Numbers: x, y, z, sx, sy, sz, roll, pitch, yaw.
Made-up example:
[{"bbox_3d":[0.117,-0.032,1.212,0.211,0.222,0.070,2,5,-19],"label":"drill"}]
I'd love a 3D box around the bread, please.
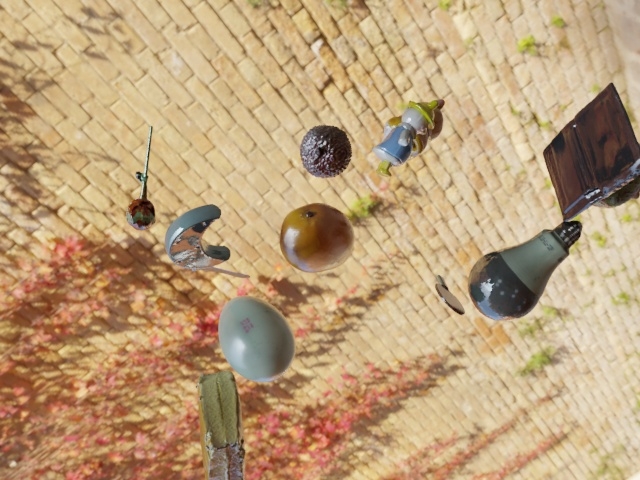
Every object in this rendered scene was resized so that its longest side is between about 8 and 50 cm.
[{"bbox_3d":[-0.255,0.497,1.652,0.246,0.111,0.239,-108,16,-47],"label":"bread"}]

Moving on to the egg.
[{"bbox_3d":[-0.168,0.246,1.644,0.264,0.183,0.183,49,-178,43],"label":"egg"}]

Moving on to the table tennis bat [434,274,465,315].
[{"bbox_3d":[0.320,0.134,1.619,0.095,0.014,0.158,34,-160,-21],"label":"table tennis bat"}]

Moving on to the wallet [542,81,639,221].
[{"bbox_3d":[0.691,-0.211,1.653,0.323,0.041,0.247,117,146,-62],"label":"wallet"}]

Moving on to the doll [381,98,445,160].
[{"bbox_3d":[0.321,-0.382,2.218,0.162,0.269,0.167,28,141,14],"label":"doll"}]

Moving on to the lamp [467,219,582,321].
[{"bbox_3d":[0.499,0.073,1.569,0.182,0.314,0.182,27,-142,-24],"label":"lamp"}]

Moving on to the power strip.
[{"bbox_3d":[-0.327,0.007,1.706,0.253,0.167,0.054,93,157,-57],"label":"power strip"}]

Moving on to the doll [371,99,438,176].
[{"bbox_3d":[0.222,-0.277,1.688,0.099,0.241,0.135,40,180,24],"label":"doll"}]

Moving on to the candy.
[{"bbox_3d":[-0.477,-0.167,1.745,0.078,0.288,0.084,8,-170,-8],"label":"candy"}]

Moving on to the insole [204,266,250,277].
[{"bbox_3d":[-0.349,0.103,2.171,0.253,0.086,0.005,15,-107,-35],"label":"insole"}]

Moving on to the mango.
[{"bbox_3d":[0.000,0.000,1.298,0.112,0.145,0.219,41,-175,28],"label":"mango"}]

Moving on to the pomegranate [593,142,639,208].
[{"bbox_3d":[0.866,-0.210,1.943,0.270,0.254,0.254,26,-165,-19],"label":"pomegranate"}]

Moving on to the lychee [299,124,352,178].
[{"bbox_3d":[0.014,-0.263,1.910,0.165,0.165,0.197,53,-153,4],"label":"lychee"}]
